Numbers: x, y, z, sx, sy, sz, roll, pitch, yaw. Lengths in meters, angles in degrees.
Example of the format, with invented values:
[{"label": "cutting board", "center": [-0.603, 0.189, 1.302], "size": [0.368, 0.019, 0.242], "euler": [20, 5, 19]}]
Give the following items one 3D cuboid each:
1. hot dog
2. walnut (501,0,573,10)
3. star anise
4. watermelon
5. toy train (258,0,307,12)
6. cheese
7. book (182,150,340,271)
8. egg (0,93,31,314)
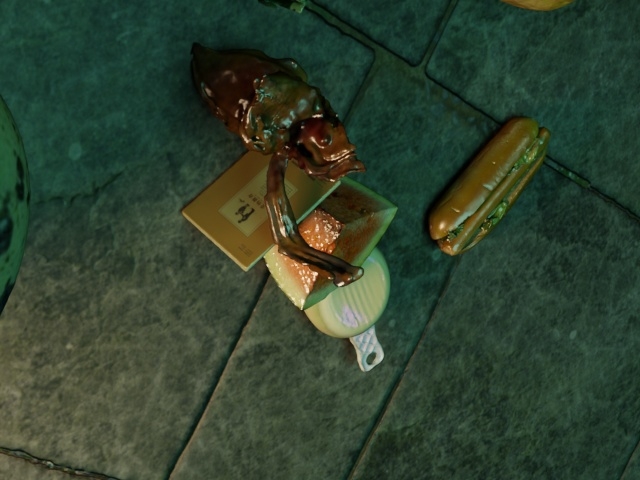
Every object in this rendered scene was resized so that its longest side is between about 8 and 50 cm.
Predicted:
[{"label": "hot dog", "center": [0.255, -0.077, 2.114], "size": [0.249, 0.068, 0.100], "euler": [-49, 131, -13]}, {"label": "walnut", "center": [0.287, -0.407, 1.922], "size": [0.226, 0.193, 0.193], "euler": [17, 97, -44]}, {"label": "star anise", "center": [-0.032, -0.106, 1.738], "size": [0.148, 0.237, 0.346], "euler": [-26, 86, 7]}, {"label": "watermelon", "center": [-0.005, -0.002, 1.891], "size": [0.193, 0.137, 0.145], "euler": [16, 116, -15]}, {"label": "toy train", "center": [-0.045, -0.413, 1.692], "size": [0.154, 0.115, 0.269], "euler": [25, 91, -52]}, {"label": "cheese", "center": [0.046, 0.095, 2.017], "size": [0.137, 0.064, 0.227], "euler": [-35, 126, -20]}, {"label": "book", "center": [-0.074, -0.055, 1.821], "size": [0.172, 0.118, 0.012], "euler": [-43, 161, -17]}, {"label": "egg", "center": [-0.428, -0.025, 1.411], "size": [0.287, 0.287, 0.379], "euler": [-20, 120, -33]}]
